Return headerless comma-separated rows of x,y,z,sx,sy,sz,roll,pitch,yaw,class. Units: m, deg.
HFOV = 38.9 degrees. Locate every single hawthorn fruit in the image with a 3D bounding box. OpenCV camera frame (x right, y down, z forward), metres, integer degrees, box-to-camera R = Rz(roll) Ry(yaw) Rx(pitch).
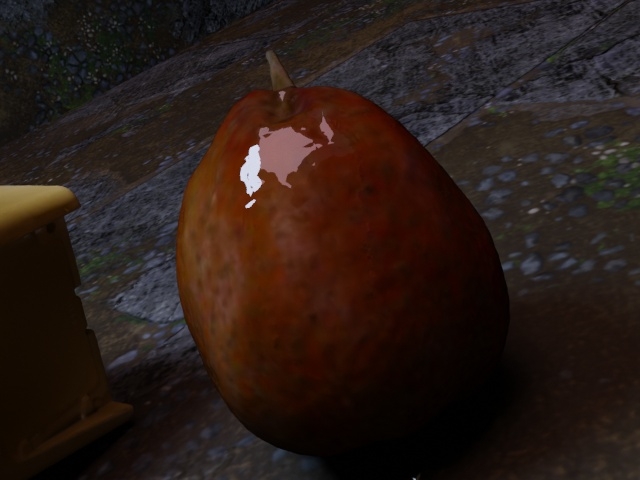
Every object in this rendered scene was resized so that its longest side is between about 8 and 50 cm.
0.000,0.000,0.585,0.210,0.262,0.210,-21,3,1,hawthorn fruit

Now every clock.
-0.319,0.100,0.647,0.200,0.244,0.317,-4,15,31,clock

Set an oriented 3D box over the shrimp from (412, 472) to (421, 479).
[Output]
0.037,0.185,0.440,0.099,0.041,0.180,-28,18,29,shrimp
